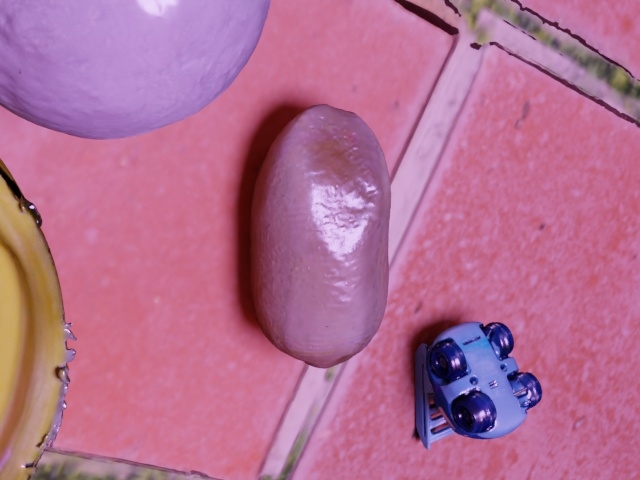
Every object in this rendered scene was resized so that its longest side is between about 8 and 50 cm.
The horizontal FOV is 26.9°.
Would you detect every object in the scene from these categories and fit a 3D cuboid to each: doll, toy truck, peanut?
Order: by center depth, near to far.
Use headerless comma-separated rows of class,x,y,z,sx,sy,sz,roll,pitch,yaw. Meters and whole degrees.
doll,-0.113,-0.179,0.511,0.151,0.151,0.287,-33,126,-22
peanut,0.000,0.000,0.720,0.076,0.076,0.152,-14,119,-32
toy truck,0.087,0.095,0.832,0.056,0.090,0.073,-18,74,-30

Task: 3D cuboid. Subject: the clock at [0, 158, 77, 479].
clock,-0.252,0.042,0.548,0.293,0.071,0.277,15,108,-28
